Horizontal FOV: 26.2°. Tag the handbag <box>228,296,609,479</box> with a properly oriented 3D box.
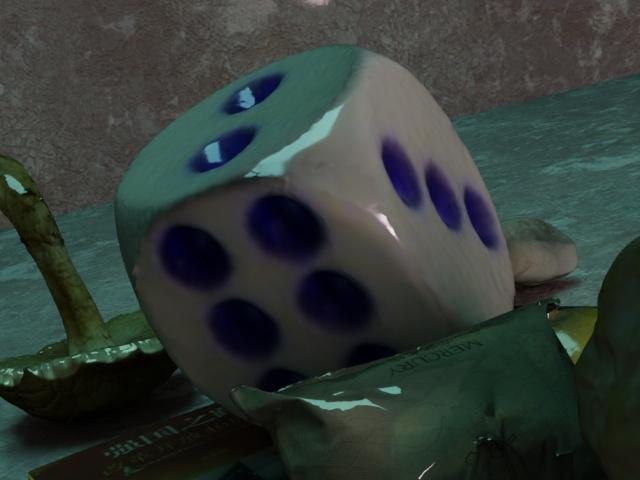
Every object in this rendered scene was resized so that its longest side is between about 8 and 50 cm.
[{"bbox_3d":[0.093,0.142,0.959,0.270,0.183,0.117,-15,-27,-23],"label":"handbag"}]

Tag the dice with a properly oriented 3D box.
[{"bbox_3d":[0.000,0.000,1.164,0.243,0.259,0.251,-22,23,23],"label":"dice"}]

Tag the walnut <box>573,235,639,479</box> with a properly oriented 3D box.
[{"bbox_3d":[0.287,0.078,0.823,0.273,0.227,0.273,-16,10,3],"label":"walnut"}]

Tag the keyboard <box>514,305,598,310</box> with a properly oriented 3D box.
[{"bbox_3d":[0.206,0.081,1.415,0.202,0.011,0.067,-2,18,42],"label":"keyboard"}]

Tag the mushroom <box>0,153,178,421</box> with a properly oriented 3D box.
[{"bbox_3d":[-0.284,0.062,1.417,0.208,0.301,0.233,-52,11,-16],"label":"mushroom"}]

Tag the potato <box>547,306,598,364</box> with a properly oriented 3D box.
[{"bbox_3d":[0.175,0.104,1.176,0.188,0.085,0.105,-14,9,17],"label":"potato"}]

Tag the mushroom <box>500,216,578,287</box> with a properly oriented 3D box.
[{"bbox_3d":[0.192,0.025,1.468,0.223,0.092,0.081,-13,-36,-54],"label":"mushroom"}]

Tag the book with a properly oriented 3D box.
[{"bbox_3d":[-0.072,0.199,1.128,0.262,0.028,0.374,-19,14,-22],"label":"book"}]
